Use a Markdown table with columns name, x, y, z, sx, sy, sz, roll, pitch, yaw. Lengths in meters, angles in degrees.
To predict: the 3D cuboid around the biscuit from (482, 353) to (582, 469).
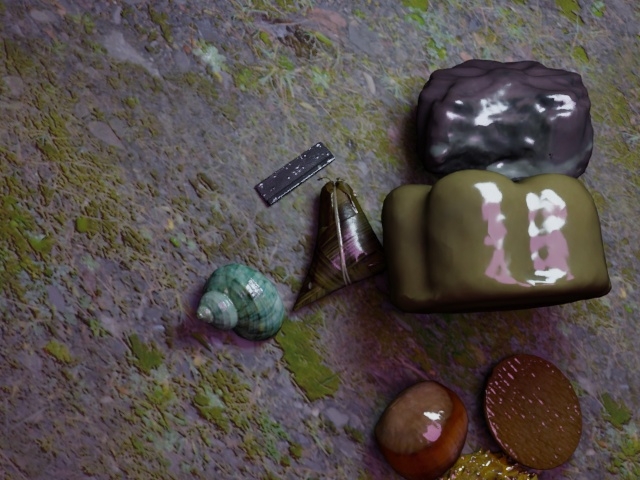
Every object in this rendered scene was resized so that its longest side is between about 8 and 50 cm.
| name | x | y | z | sx | sy | sz | roll | pitch | yaw |
| --- | --- | --- | --- | --- | --- | --- | --- | --- | --- |
| biscuit | 0.477 | 0.385 | 1.596 | 0.261 | 0.037 | 0.262 | 7 | 67 | -18 |

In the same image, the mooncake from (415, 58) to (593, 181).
| name | x | y | z | sx | sy | sz | roll | pitch | yaw |
| --- | --- | --- | --- | --- | --- | --- | --- | --- | --- |
| mooncake | 0.402 | -0.277 | 1.563 | 0.380 | 0.351 | 0.212 | -1 | 118 | 4 |

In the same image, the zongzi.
| name | x | y | z | sx | sy | sz | roll | pitch | yaw |
| --- | --- | --- | --- | --- | --- | --- | --- | --- | --- |
| zongzi | 0.000 | 0.000 | 1.564 | 0.241 | 0.111 | 0.248 | -24 | 80 | -8 |

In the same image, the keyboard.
| name | x | y | z | sx | sy | sz | roll | pitch | yaw |
| --- | --- | --- | --- | --- | --- | --- | --- | --- | --- |
| keyboard | -0.056 | -0.154 | 1.622 | 0.195 | 0.018 | 0.060 | -36 | 81 | -15 |

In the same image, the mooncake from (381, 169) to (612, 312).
| name | x | y | z | sx | sy | sz | roll | pitch | yaw |
| --- | --- | --- | --- | --- | --- | --- | --- | --- | --- |
| mooncake | 0.352 | 0.014 | 1.445 | 0.466 | 0.467 | 0.262 | 1 | 80 | -11 |

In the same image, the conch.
| name | x | y | z | sx | sy | sz | roll | pitch | yaw |
| --- | --- | --- | --- | --- | --- | --- | --- | --- | --- |
| conch | -0.169 | 0.136 | 1.496 | 0.188 | 0.122 | 0.176 | -3 | 105 | -8 |

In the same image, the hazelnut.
| name | x | y | z | sx | sy | sz | roll | pitch | yaw |
| --- | --- | --- | --- | --- | --- | --- | --- | --- | --- |
| hazelnut | 0.224 | 0.410 | 1.498 | 0.214 | 0.176 | 0.215 | -7 | 109 | -22 |

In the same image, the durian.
| name | x | y | z | sx | sy | sz | roll | pitch | yaw |
| --- | --- | --- | --- | --- | --- | --- | --- | --- | --- |
| durian | 0.368 | 0.556 | 1.541 | 0.305 | 0.186 | 0.196 | -19 | 61 | -6 |
